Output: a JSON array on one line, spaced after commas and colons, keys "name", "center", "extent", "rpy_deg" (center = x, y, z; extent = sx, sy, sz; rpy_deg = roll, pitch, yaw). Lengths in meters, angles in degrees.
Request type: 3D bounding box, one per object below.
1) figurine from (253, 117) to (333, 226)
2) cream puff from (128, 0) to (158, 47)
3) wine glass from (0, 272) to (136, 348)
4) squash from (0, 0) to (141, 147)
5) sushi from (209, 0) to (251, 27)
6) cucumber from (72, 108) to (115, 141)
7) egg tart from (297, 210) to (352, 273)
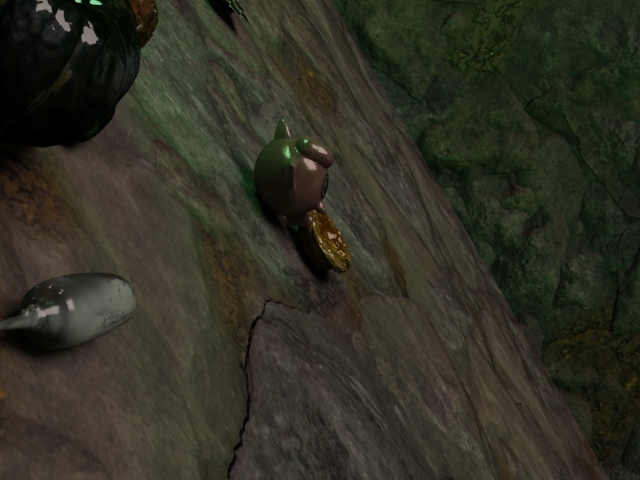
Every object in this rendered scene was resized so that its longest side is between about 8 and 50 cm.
[{"name": "figurine", "center": [-0.040, -0.098, 1.665], "extent": [0.125, 0.125, 0.138], "rpy_deg": [-104, -173, -47]}, {"name": "cream puff", "center": [-0.262, -0.273, 1.297], "extent": [0.169, 0.183, 0.183], "rpy_deg": [84, -15, -61]}, {"name": "wine glass", "center": [-0.222, 0.061, 0.902], "extent": [0.074, 0.074, 0.262], "rpy_deg": [60, 15, 5]}, {"name": "squash", "center": [-0.286, -0.207, 1.026], "extent": [0.252, 0.165, 0.252], "rpy_deg": [50, 17, -21]}, {"name": "sushi", "center": [-0.189, -0.459, 2.084], "extent": [0.120, 0.026, 0.126], "rpy_deg": [39, 20, -45]}, {"name": "cucumber", "center": [-0.256, -0.133, 1.208], "extent": [0.048, 0.048, 0.105], "rpy_deg": [53, 19, -19]}, {"name": "egg tart", "center": [0.000, 0.000, 1.740], "extent": [0.130, 0.052, 0.130], "rpy_deg": [53, 17, -24]}]
